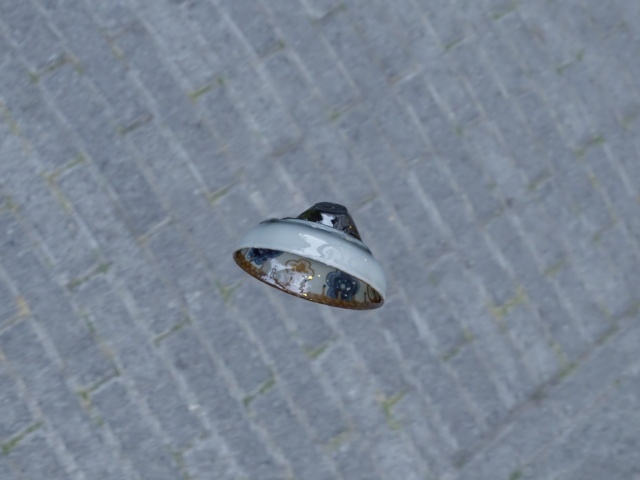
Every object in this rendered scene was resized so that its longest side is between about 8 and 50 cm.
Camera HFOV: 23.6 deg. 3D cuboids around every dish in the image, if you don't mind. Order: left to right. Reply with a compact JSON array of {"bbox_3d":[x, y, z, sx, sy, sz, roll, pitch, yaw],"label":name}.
[{"bbox_3d":[0.000,0.000,1.350,0.141,0.141,0.078,25,73,-24],"label":"dish"}]
